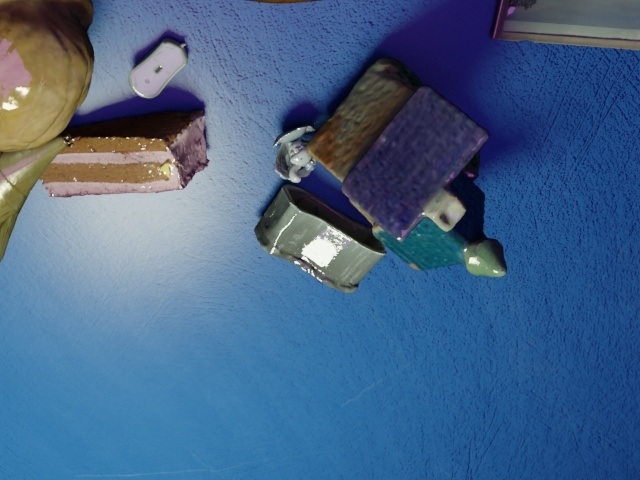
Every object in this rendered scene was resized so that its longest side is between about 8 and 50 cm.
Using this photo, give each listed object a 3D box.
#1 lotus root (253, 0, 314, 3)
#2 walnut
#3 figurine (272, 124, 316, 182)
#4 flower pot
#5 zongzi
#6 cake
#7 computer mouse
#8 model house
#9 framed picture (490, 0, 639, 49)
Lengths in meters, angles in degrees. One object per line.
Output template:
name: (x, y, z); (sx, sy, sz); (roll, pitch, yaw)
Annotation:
lotus root: (-0.046, -0.421, 0.961); (0.290, 0.193, 0.193); (-6, 120, -7)
walnut: (-0.440, -0.267, 0.926); (0.285, 0.285, 0.297); (-24, 90, 3)
figurine: (-0.035, -0.147, 1.176); (0.094, 0.082, 0.086); (-24, 98, -20)
flower pot: (0.000, 0.000, 1.253); (0.229, 0.103, 0.108); (28, 112, -24)
zongzi: (-0.501, -0.056, 1.119); (0.255, 0.115, 0.228); (-8, 116, -4)
cake: (-0.329, -0.130, 1.122); (0.295, 0.113, 0.116); (-8, 120, 7)
computer mouse: (-0.254, -0.274, 1.092); (0.110, 0.032, 0.056); (-43, 119, 3)
model house: (0.175, -0.090, 1.099); (0.245, 0.280, 0.312); (-48, 124, 4)
framed picture: (0.437, -0.429, 1.139); (0.289, 0.016, 0.213); (1, 119, -11)
